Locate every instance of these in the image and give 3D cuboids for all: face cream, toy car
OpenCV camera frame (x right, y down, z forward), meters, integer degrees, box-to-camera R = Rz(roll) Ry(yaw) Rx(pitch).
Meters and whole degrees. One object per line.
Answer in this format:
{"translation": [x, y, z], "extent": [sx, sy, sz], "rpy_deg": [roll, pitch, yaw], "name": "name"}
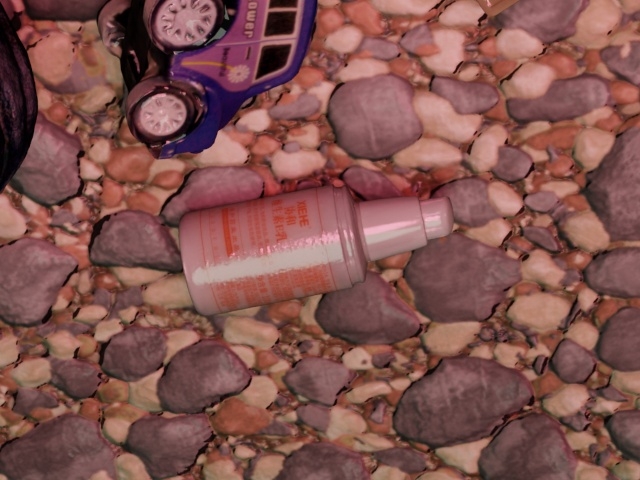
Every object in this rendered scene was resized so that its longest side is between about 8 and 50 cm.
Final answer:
{"translation": [0.000, 0.000, 1.507], "extent": [0.252, 0.101, 0.101], "rpy_deg": [-11, 123, 5], "name": "face cream"}
{"translation": [-0.091, -0.187, 1.350], "extent": [0.158, 0.172, 0.235], "rpy_deg": [0, 129, -20], "name": "toy car"}

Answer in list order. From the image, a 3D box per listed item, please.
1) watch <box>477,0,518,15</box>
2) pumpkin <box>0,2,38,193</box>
{"translation": [0.075, -0.289, 1.271], "extent": [0.102, 0.165, 0.268], "rpy_deg": [-32, 98, 17], "name": "watch"}
{"translation": [-0.410, -0.094, 1.272], "extent": [0.363, 0.363, 0.266], "rpy_deg": [-18, 109, 9], "name": "pumpkin"}
